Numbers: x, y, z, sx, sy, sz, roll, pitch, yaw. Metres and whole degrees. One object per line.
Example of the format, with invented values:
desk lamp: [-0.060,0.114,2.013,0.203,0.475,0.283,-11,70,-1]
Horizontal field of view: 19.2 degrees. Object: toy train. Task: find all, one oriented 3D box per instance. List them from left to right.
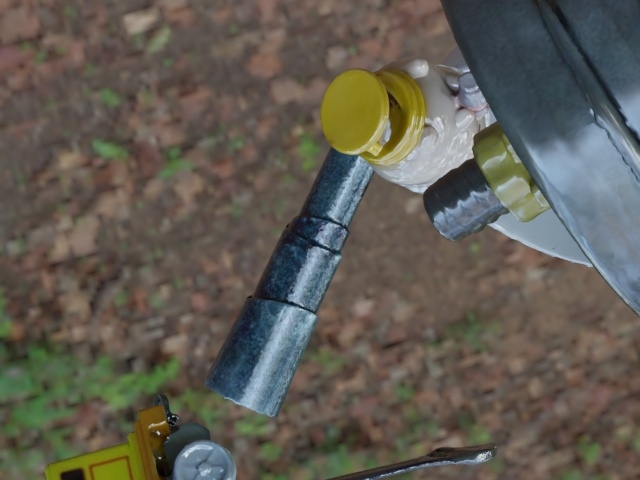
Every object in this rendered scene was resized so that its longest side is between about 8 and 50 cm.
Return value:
toy train: [-0.105,0.205,1.225,0.127,0.219,0.089,-13,155,-5]

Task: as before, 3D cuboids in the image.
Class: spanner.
spanner: [0.049,0.188,1.521,0.208,0.012,0.046,-11,-174,-19]

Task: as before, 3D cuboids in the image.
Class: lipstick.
lipstick: [0.000,0.000,1.224,0.053,0.053,0.234,23,95,-55]

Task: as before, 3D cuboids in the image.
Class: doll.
doll: [0.065,-0.068,1.042,0.084,0.073,0.127,-32,156,35]

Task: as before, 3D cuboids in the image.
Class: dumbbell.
dumbbell: [0.204,-0.110,0.711,0.388,0.185,0.185,-32,152,15]

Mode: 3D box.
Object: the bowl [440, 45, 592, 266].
bowl: [0.241,-0.111,1.635,0.287,0.144,0.287,20,151,12]
